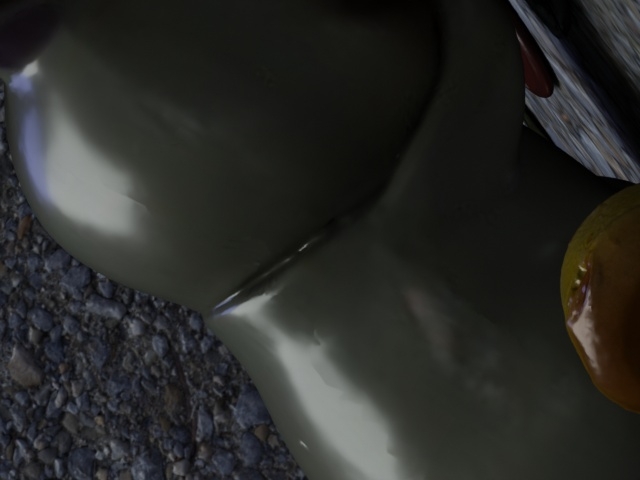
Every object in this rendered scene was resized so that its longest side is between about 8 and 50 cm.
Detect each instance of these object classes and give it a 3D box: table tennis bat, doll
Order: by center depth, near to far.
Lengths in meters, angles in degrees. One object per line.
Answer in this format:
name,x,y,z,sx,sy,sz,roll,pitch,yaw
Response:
doll,0.030,-0.005,0.849,0.370,0.226,0.215,50,-164,-10
table tennis bat,0.092,-0.118,1.066,0.098,0.019,0.154,54,180,-5

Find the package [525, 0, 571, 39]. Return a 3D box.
package,0.027,-0.173,0.797,0.173,0.027,0.171,47,-173,-37

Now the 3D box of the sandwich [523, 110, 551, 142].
sandwich,0.168,-0.036,1.375,0.163,0.113,0.079,8,-147,-35

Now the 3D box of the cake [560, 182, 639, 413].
cake,0.124,0.019,0.686,0.084,0.084,0.044,54,-170,-20
